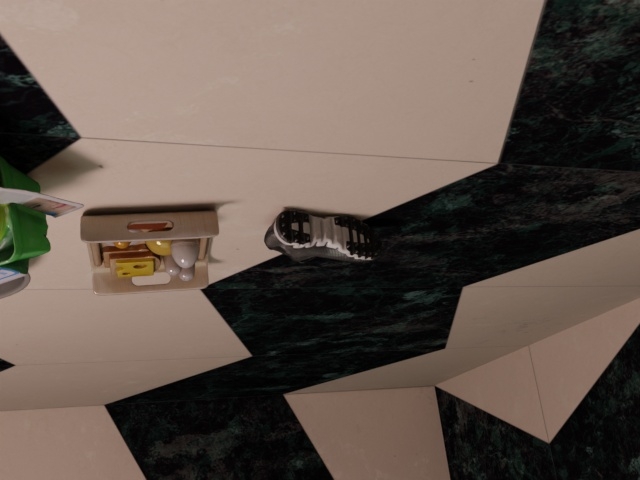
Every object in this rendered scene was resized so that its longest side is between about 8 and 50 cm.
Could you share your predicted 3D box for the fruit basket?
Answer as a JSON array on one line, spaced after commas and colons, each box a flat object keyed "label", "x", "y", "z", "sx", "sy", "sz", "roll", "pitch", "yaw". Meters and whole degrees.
[{"label": "fruit basket", "x": -0.539, "y": -0.010, "z": 1.101, "sx": 0.327, "sy": 0.165, "sz": 0.353, "roll": -17, "pitch": 175, "yaw": 20}]

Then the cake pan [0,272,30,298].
[{"label": "cake pan", "x": -0.649, "y": 0.047, "z": 1.455, "sx": 0.293, "sy": 0.054, "sz": 0.293, "roll": -7, "pitch": 160, "yaw": -2}]

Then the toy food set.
[{"label": "toy food set", "x": -0.297, "y": 0.035, "z": 1.496, "sx": 0.219, "sy": 0.092, "sz": 0.306, "roll": -3, "pitch": 160, "yaw": -13}]

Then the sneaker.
[{"label": "sneaker", "x": 0.000, "y": 0.000, "z": 1.542, "sx": 0.234, "sy": 0.078, "sz": 0.106, "roll": 10, "pitch": 157, "yaw": -32}]
